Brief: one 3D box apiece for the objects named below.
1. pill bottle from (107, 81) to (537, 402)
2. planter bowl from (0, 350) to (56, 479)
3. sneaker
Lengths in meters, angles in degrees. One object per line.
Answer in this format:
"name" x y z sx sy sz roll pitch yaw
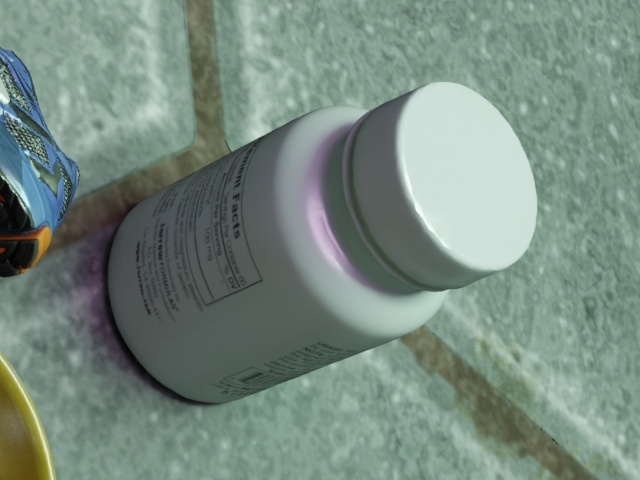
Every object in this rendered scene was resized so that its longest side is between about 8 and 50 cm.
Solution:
"pill bottle" 0.000 0.000 1.047 0.131 0.229 0.131 19 60 -37
"planter bowl" -0.233 0.123 0.874 0.217 0.090 0.217 19 60 -36
"sneaker" -0.204 -0.087 1.015 0.221 0.083 0.087 62 30 -11
